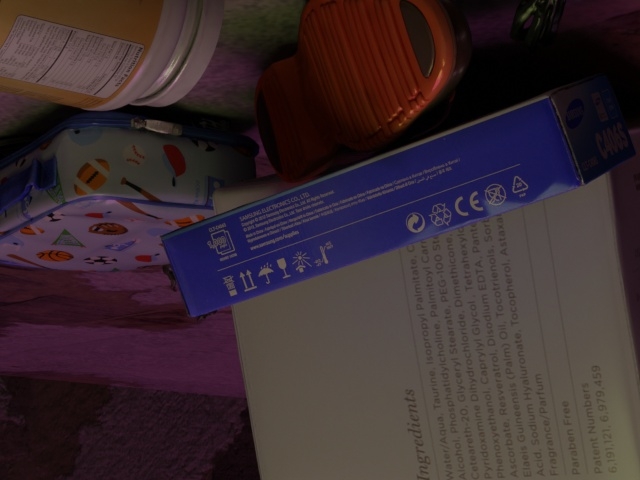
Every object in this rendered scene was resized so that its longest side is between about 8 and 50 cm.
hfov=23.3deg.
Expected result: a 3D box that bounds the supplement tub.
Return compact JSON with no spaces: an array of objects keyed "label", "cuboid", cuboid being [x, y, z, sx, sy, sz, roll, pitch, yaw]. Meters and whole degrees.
[{"label":"supplement tub","cuboid":[-0.178,-0.164,1.009,0.200,0.144,0.144,9,165,-41]}]

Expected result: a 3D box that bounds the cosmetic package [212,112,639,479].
[{"label":"cosmetic package","cuboid":[0.162,0.066,1.514,0.394,0.327,0.329,-8,-175,28]}]

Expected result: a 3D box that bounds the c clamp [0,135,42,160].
[{"label":"c clamp","cuboid":[-0.321,-0.089,1.661,0.137,0.022,0.161,-10,165,16]}]

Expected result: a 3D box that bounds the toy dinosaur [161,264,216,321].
[{"label":"toy dinosaur","cuboid":[-0.140,0.039,2.078,0.268,0.118,0.064,-9,-150,30]}]

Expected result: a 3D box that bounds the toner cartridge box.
[{"label":"toner cartridge box","cuboid":[0.060,-0.035,1.238,0.348,0.075,0.165,-19,-177,26]}]

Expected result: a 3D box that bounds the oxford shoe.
[{"label":"oxford shoe","cuboid":[0.054,-0.140,1.274,0.133,0.130,0.364,-16,180,-20]}]

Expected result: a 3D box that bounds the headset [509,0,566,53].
[{"label":"headset","cuboid":[0.338,-0.116,1.102,0.394,0.243,0.185,28,137,-1]}]

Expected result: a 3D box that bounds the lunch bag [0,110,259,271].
[{"label":"lunch bag","cuboid":[-0.215,-0.047,1.596,0.243,0.114,0.303,8,161,-34]}]
